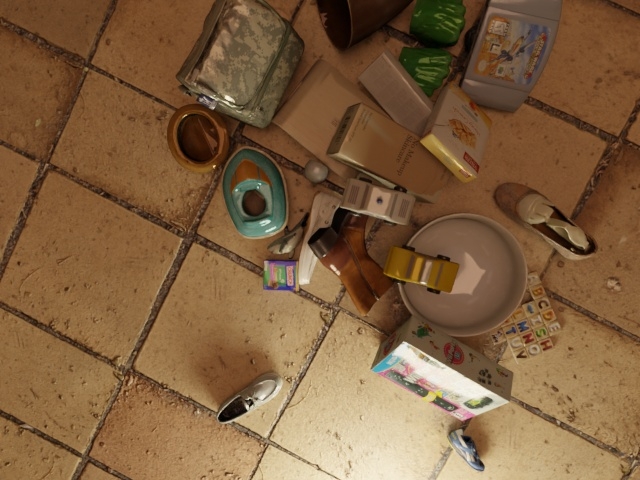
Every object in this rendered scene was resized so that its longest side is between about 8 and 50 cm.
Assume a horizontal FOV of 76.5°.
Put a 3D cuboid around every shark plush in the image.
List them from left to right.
[{"bbox_3d":[-0.091,-0.020,1.204,0.067,0.073,0.161,39,101,31],"label":"shark plush"}]

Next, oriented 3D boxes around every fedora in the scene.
[{"bbox_3d":[-0.349,-0.296,1.187,0.194,0.079,0.194,0,102,1],"label":"fedora"}]

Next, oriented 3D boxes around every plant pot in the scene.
[{"bbox_3d":[0.133,-0.662,1.090,0.230,0.215,0.215,-25,92,-9],"label":"plant pot"}]

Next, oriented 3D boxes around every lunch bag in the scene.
[{"bbox_3d":[-0.217,-0.474,1.057,0.212,0.256,0.305,31,97,25],"label":"lunch bag"}]

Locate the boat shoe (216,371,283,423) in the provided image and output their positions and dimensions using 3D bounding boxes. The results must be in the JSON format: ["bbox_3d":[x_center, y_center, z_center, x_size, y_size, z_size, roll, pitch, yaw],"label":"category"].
[{"bbox_3d":[-0.214,0.482,1.224,0.227,0.081,0.079,-33,91,5],"label":"boat shoe"}]

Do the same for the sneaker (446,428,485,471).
[{"bbox_3d":[0.444,0.625,1.210,0.059,0.053,0.144,-44,91,3],"label":"sneaker"}]

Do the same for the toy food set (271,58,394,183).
[{"bbox_3d":[0.040,-0.333,1.168,0.306,0.092,0.220,39,93,-7],"label":"toy food set"}]

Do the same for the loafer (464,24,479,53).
[{"bbox_3d":[0.516,-0.570,1.127,0.223,0.076,0.078,-11,98,9],"label":"loafer"}]

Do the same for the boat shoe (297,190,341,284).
[{"bbox_3d":[0.000,0.000,1.175,0.096,0.098,0.277,13,92,2],"label":"boat shoe"}]

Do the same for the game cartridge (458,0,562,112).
[{"bbox_3d":[0.505,-0.506,1.085,0.198,0.062,0.297,15,118,6],"label":"game cartridge"}]

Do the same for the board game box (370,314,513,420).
[{"bbox_3d":[0.323,0.357,1.117,0.303,0.224,0.097,30,50,3],"label":"board game box"}]

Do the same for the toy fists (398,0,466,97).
[{"bbox_3d":[0.309,-0.539,1.129,0.142,0.096,0.279,19,96,15],"label":"toy fists"}]

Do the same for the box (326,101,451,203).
[{"bbox_3d":[0.190,-0.227,1.093,0.311,0.121,0.148,22,94,-18],"label":"box"}]

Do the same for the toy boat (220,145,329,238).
[{"bbox_3d":[-0.129,-0.156,1.148,0.318,0.148,0.267,-17,92,4],"label":"toy boat"}]

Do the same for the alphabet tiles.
[{"bbox_3d":[0.590,0.235,1.200,0.198,0.009,0.237,-24,91,4],"label":"alphabet tiles"}]

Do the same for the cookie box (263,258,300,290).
[{"bbox_3d":[-0.115,0.103,1.216,0.107,0.040,0.092,1,93,2],"label":"cookie box"}]

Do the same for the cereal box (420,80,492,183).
[{"bbox_3d":[0.366,-0.290,1.078,0.173,0.047,0.240,37,56,-17],"label":"cereal box"}]

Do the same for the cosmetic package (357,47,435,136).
[{"bbox_3d":[0.221,-0.395,1.114,0.239,0.060,0.099,46,133,-13],"label":"cosmetic package"}]

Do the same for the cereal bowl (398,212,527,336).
[{"bbox_3d":[0.378,0.088,1.137,0.339,0.141,0.339,0,94,3],"label":"cereal bowl"}]

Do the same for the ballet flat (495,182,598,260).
[{"bbox_3d":[0.638,-0.059,1.131,0.316,0.106,0.107,35,95,1],"label":"ballet flat"}]

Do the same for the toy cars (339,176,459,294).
[{"bbox_3d":[0.204,-0.012,1.029,0.176,0.087,0.394,-34,90,3],"label":"toy cars"}]

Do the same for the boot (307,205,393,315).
[{"bbox_3d":[0.135,0.030,1.149,0.264,0.096,0.280,-48,111,-24],"label":"boot"}]
